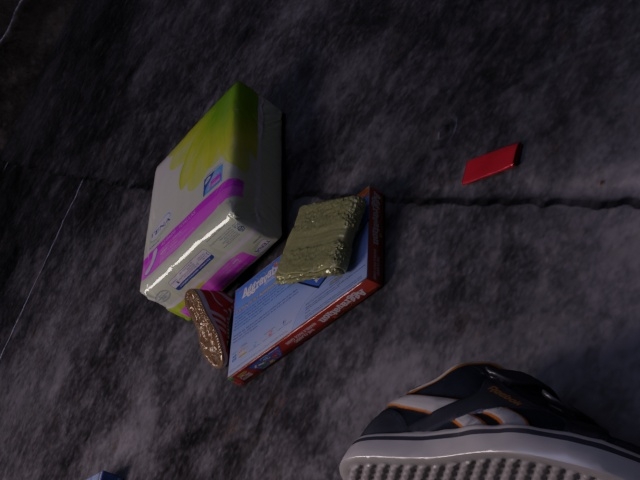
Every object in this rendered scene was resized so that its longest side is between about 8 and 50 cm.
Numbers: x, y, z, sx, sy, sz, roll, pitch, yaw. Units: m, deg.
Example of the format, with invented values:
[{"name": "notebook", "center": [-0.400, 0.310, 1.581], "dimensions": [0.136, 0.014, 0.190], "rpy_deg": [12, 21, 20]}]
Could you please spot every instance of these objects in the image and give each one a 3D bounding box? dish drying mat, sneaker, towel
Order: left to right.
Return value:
[{"name": "sneaker", "center": [-0.136, 0.117, 1.685], "dimensions": [0.042, 0.067, 0.118], "rpy_deg": [-37, 66, 36]}, {"name": "towel", "center": [0.000, 0.000, 1.504], "dimensions": [0.148, 0.027, 0.110], "rpy_deg": [-14, 53, 57]}, {"name": "dish drying mat", "center": [0.185, -0.082, 1.342], "dimensions": [0.083, 0.008, 0.032], "rpy_deg": [-21, 47, 53]}, {"name": "sneaker", "center": [0.165, 0.167, 1.012], "dimensions": [0.321, 0.126, 0.127], "rpy_deg": [0, 38, 43]}]

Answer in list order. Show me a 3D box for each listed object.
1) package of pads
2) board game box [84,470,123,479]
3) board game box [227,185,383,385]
[{"name": "package of pads", "center": [-0.156, -0.055, 1.801], "dimensions": [0.229, 0.101, 0.296], "rpy_deg": [-41, 32, 33]}, {"name": "board game box", "center": [-0.362, 0.423, 1.789], "dimensions": [0.201, 0.035, 0.136], "rpy_deg": [-31, 40, 45]}, {"name": "board game box", "center": [-0.021, 0.060, 1.545], "dimensions": [0.281, 0.027, 0.145], "rpy_deg": [-38, 37, 39]}]
